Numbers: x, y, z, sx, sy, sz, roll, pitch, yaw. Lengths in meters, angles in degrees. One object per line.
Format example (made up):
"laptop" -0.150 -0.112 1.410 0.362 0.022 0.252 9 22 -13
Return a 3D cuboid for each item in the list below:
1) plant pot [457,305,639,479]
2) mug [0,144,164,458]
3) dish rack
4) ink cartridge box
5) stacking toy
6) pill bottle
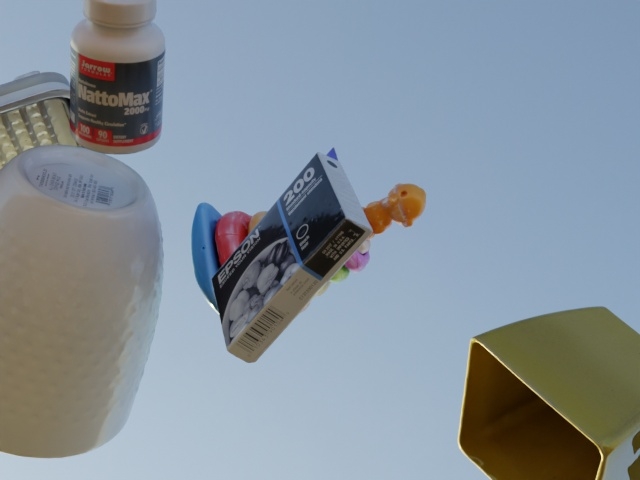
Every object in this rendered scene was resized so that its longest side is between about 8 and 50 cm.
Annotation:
"plant pot" 0.308 0.202 1.549 0.212 0.187 0.212 41 -33 35
"mug" -0.327 0.040 1.685 0.276 0.374 0.328 20 -63 1
"dish rack" -0.434 -0.108 1.738 0.285 0.072 0.333 -19 -22 -8
"ink cartridge box" -0.043 0.004 1.475 0.045 0.208 0.206 33 -72 -26
"stacking toy" 0.000 0.000 1.671 0.301 0.175 0.166 -24 -39 16
"pill bottle" -0.231 -0.199 1.482 0.108 0.108 0.180 8 -59 3
